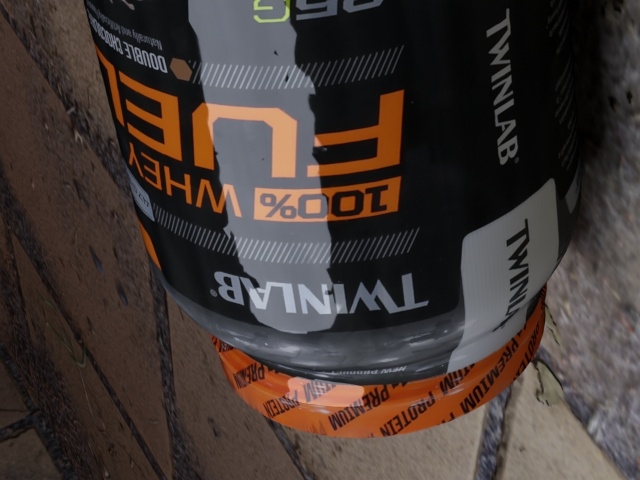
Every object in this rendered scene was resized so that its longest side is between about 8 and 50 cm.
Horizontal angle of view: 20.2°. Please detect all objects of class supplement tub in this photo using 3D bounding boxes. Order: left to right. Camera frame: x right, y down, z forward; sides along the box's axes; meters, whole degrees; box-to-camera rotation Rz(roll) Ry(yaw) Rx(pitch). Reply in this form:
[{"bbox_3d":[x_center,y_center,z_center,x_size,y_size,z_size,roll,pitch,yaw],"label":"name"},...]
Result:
[{"bbox_3d":[0.006,-0.091,0.780,0.207,0.207,0.338,44,152,49],"label":"supplement tub"}]
